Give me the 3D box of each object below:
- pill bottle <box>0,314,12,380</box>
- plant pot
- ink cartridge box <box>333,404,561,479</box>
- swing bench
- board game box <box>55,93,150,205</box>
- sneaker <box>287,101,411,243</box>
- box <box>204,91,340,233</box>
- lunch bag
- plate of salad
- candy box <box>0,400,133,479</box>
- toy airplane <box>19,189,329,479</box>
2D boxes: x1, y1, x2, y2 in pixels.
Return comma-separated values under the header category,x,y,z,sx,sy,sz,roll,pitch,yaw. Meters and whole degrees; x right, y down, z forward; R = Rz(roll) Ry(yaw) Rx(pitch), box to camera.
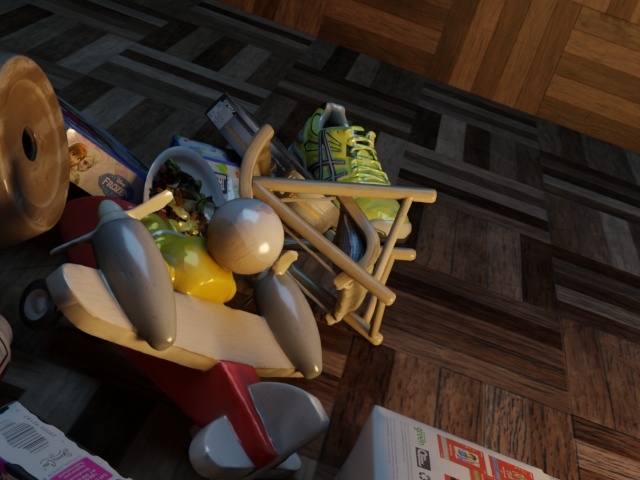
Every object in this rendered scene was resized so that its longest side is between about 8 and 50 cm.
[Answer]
category,x,y,z,sx,sy,sz,roll,pitch,yaw
pill bottle,-0.375,0.133,1.122,0.086,0.086,0.152,17,23,-5
plant pot,-0.436,-0.089,1.151,0.280,0.323,0.323,-6,21,10
ink cartridge box,0.150,0.333,1.029,0.272,0.130,0.309,22,23,-7
swing bench,0.000,0.000,1.466,0.254,0.165,0.253,21,-18,6
board game box,-0.353,-0.138,1.580,0.318,0.066,0.318,39,0,38
sneaker,0.048,-0.124,1.942,0.145,0.147,0.385,5,28,-34
box,-0.079,-0.131,1.828,0.231,0.056,0.183,50,6,34
lunch bag,-0.185,-0.096,1.771,0.129,0.096,0.151,12,33,-29
plate of salad,-0.181,-0.036,1.527,0.048,0.200,0.200,-6,10,30
candy box,-0.202,0.261,0.882,0.233,0.159,0.071,27,26,19
toy airplane,-0.123,0.083,1.187,0.384,0.272,0.386,34,5,-15
